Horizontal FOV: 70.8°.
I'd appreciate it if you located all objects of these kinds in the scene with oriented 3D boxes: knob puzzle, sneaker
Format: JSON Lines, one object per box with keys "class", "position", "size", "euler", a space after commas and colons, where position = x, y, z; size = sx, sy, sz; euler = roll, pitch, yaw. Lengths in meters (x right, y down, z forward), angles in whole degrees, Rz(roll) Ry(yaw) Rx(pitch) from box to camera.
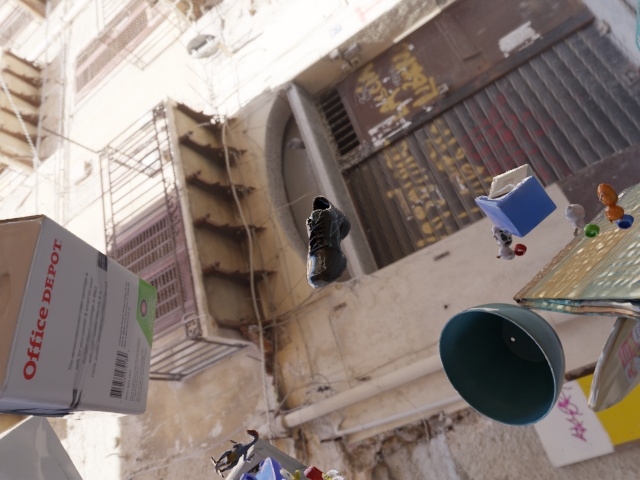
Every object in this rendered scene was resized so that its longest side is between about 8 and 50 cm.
{"class": "knob puzzle", "position": [0.407, 0.142, 0.602], "size": [0.213, 0.213, 0.030], "euler": [43, 173, -39]}
{"class": "sneaker", "position": [0.000, 0.000, 1.008], "size": [0.106, 0.101, 0.267], "euler": [56, -156, -28]}

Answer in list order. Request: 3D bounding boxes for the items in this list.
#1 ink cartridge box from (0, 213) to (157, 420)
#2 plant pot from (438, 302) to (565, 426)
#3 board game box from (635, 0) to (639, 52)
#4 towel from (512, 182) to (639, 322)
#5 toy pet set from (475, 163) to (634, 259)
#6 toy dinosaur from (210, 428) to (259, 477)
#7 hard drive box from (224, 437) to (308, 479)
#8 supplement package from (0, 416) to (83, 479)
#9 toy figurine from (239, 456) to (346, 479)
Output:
{"class": "ink cartridge box", "position": [-0.331, 0.117, 0.578], "size": [0.273, 0.115, 0.198], "euler": [71, -166, -64]}
{"class": "plant pot", "position": [0.472, 0.273, 1.115], "size": [0.195, 0.290, 0.290], "euler": [-20, -100, -39]}
{"class": "board game box", "position": [0.279, -0.175, 0.269], "size": [0.336, 0.079, 0.253], "euler": [41, -139, -49]}
{"class": "towel", "position": [0.389, -0.007, 0.546], "size": [0.040, 0.271, 0.370], "euler": [47, 180, 10]}
{"class": "toy pet set", "position": [0.220, -0.017, 0.445], "size": [0.114, 0.122, 0.065], "euler": [46, -132, -19]}
{"class": "toy dinosaur", "position": [-0.143, 0.354, 0.763], "size": [0.082, 0.090, 0.047], "euler": [-31, -95, -33]}
{"class": "hard drive box", "position": [-0.169, 0.686, 1.219], "size": [0.181, 0.232, 0.089], "euler": [33, 180, -4]}
{"class": "supplement package", "position": [-0.570, 0.497, 0.835], "size": [0.261, 0.145, 0.204], "euler": [61, 177, -3]}
{"class": "toy figurine", "position": [-0.064, 0.494, 0.768], "size": [0.217, 0.191, 0.362], "euler": [42, 177, -13]}
